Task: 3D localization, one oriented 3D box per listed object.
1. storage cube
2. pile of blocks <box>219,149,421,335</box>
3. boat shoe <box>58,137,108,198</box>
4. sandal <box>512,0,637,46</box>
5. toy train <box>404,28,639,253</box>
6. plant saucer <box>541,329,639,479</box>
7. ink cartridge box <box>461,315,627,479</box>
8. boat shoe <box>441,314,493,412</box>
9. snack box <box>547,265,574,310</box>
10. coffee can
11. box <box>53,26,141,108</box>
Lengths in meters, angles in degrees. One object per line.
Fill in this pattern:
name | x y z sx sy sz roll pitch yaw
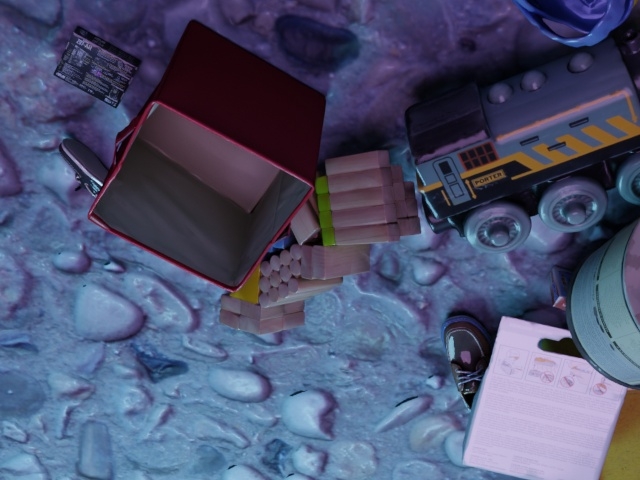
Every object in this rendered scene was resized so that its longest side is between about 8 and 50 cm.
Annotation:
storage cube | -0.121 -0.095 1.029 0.215 0.193 0.183 27 126 -16
pile of blocks | 0.000 0.000 1.163 0.113 0.149 0.362 -7 156 -46
boat shoe | -0.288 -0.078 1.154 0.038 0.046 0.125 -32 127 21
sandal | 0.190 -0.292 0.880 0.317 0.138 0.126 27 128 -12
toy train | 0.252 -0.108 1.001 0.334 0.142 0.190 -19 131 19
plant saucer | 0.500 0.267 1.304 0.333 0.081 0.332 -6 123 11
ink cartridge box | 0.308 0.217 1.233 0.189 0.066 0.232 12 106 4
boat shoe | 0.220 0.185 1.290 0.066 0.066 0.183 -16 124 17
snack box | 0.388 0.084 1.195 0.178 0.064 0.022 17 128 -7
coffee can | 0.401 0.062 1.007 0.202 0.201 0.275 2 169 4
box | -0.263 -0.203 1.069 0.083 0.018 0.067 27 125 -15
